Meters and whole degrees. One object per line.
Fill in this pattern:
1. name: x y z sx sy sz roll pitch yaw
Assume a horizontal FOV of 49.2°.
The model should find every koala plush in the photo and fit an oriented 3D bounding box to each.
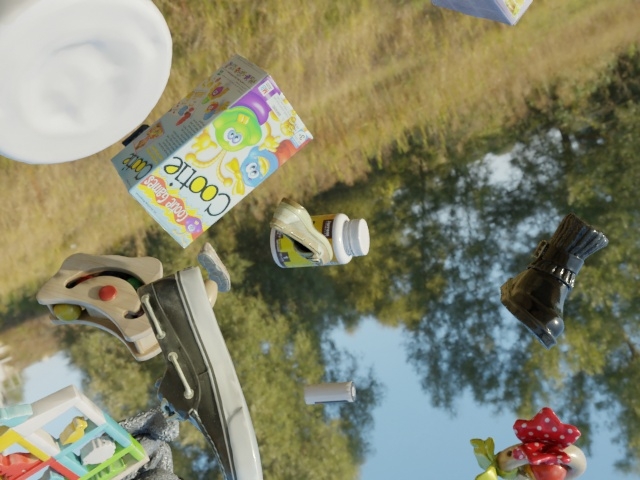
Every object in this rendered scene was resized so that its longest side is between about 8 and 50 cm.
1. koala plush: -0.343 0.475 1.346 0.203 0.221 0.196 -13 137 -32

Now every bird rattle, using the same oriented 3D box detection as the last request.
1. bird rattle: 0.406 0.409 1.326 0.206 0.143 0.253 20 131 -25

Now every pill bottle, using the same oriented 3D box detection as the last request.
1. pill bottle: -0.282 -0.231 0.611 0.176 0.318 0.176 -33 156 -17
2. pill bottle: 0.000 0.000 1.625 0.214 0.117 0.117 -5 -172 19

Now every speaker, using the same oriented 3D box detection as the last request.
1. speaker: 0.025 0.416 1.907 0.136 0.055 0.055 -7 -174 16

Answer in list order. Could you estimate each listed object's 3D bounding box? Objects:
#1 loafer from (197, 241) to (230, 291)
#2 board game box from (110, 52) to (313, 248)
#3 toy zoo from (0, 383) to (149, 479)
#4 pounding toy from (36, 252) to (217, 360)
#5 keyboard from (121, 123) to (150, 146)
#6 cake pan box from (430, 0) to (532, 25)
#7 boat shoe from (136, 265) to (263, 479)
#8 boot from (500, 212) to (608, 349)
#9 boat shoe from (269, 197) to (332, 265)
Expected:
1. loafer: -0.215 0.056 1.449 0.045 0.125 0.039 -7 -134 16
2. board game box: -0.177 -0.148 1.136 0.275 0.142 0.144 -41 -142 -3
3. toy zoo: -0.417 0.332 1.094 0.192 0.030 0.293 -32 139 -8
4. pounding toy: -0.314 0.129 1.161 0.269 0.154 0.155 4 142 4
5. keyboard: -0.307 -0.140 1.385 0.100 0.192 0.038 -32 -146 29
6. cake pan box: 0.236 -0.522 1.311 0.070 0.245 0.267 -51 -143 2
7. boat shoe: -0.109 0.131 0.628 0.070 0.219 0.078 -19 156 -9
8. boot: 0.530 0.075 1.551 0.260 0.131 0.348 -47 -174 16
9. boat shoe: -0.028 -0.001 0.976 0.048 0.056 0.153 -56 151 -16
